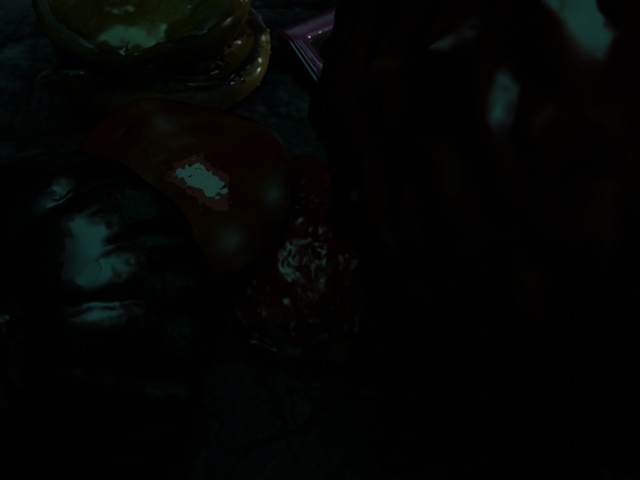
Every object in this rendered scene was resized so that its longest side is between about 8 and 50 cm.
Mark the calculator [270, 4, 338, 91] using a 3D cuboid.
[{"bbox_3d":[0.059,-0.126,0.897,0.127,0.034,0.190,-24,58,-24],"label":"calculator"}]

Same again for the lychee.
[{"bbox_3d":[0.207,-0.051,0.586,0.425,0.424,0.499,-3,67,-6],"label":"lychee"}]

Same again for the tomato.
[{"bbox_3d":[-0.099,-0.043,0.735,0.174,0.082,0.166,-4,43,33],"label":"tomato"}]

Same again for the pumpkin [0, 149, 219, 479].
[{"bbox_3d":[-0.146,0.043,0.629,0.194,0.150,0.194,-3,68,8],"label":"pumpkin"}]

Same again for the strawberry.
[{"bbox_3d":[0.000,0.000,0.753,0.147,0.082,0.187,-3,42,-15],"label":"strawberry"}]

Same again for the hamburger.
[{"bbox_3d":[-0.134,-0.158,0.872,0.185,0.113,0.177,-36,63,-22],"label":"hamburger"}]
